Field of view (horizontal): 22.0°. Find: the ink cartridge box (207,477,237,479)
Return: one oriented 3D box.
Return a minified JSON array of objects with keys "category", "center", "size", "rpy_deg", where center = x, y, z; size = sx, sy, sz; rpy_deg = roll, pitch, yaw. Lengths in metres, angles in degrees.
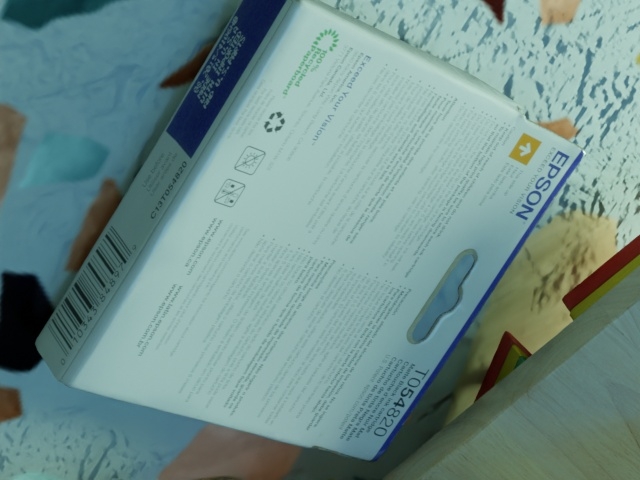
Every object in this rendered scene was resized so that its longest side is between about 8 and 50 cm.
[{"category":"ink cartridge box","center":[-0.147,0.297,0.863],"size":[0.271,0.130,0.310],"rpy_deg":[-3,111,-32]}]

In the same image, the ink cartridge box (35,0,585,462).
[{"category":"ink cartridge box","center":[0.000,0.000,0.847],"size":[0.224,0.045,0.223],"rpy_deg":[22,107,-42]}]

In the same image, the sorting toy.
[{"category":"sorting toy","center":[0.198,0.130,1.000],"size":[0.255,0.089,0.257],"rpy_deg":[-41,119,9]}]
